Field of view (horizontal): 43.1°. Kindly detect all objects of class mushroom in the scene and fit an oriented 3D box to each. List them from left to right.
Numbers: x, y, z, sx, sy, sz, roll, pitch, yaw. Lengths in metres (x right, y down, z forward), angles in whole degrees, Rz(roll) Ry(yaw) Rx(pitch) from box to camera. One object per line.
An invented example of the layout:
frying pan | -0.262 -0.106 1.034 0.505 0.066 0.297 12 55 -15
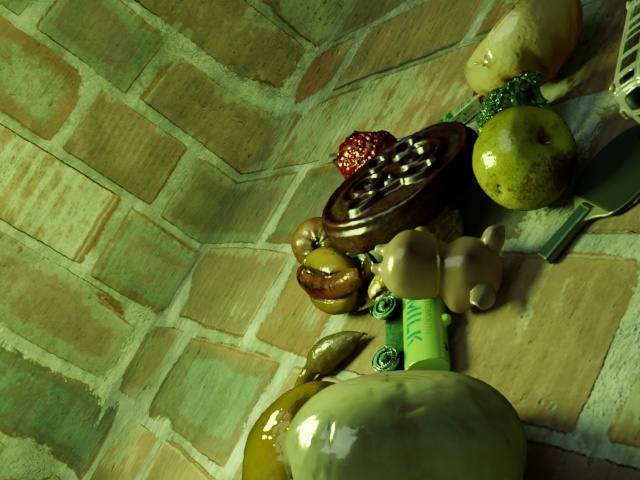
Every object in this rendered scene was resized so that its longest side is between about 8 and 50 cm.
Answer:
mushroom | 0.130 0.332 1.182 0.325 0.353 0.353 -53 18 44

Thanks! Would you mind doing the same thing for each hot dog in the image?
hot dog | 0.026 0.084 1.892 0.326 0.107 0.194 156 105 -66
hot dog | 0.201 0.038 1.710 0.269 0.115 0.072 -54 19 8

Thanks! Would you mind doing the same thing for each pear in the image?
pear | 0.378 -0.149 1.523 0.197 0.197 0.197 -44 24 26

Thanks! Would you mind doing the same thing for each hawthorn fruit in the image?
hawthorn fruit | -0.011 -0.001 2.159 0.149 0.149 0.189 -52 26 6

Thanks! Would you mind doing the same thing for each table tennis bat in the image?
table tennis bat | 0.490 -0.082 1.415 0.301 0.022 0.173 -51 23 6

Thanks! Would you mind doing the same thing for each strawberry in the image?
strawberry | 0.152 -0.198 2.092 0.201 0.187 0.184 27 60 41

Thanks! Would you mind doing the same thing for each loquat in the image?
loquat | -0.019 0.398 1.468 0.284 0.276 0.276 -35 29 47

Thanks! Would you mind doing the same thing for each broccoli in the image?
broccoli | 0.404 -0.252 1.670 0.156 0.195 0.195 10 60 26

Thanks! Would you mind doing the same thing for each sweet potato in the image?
sweet potato | 0.001 0.272 1.840 0.269 0.074 0.075 -48 23 27

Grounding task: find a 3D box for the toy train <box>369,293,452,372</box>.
toy train | 0.186 0.180 1.573 0.157 0.105 0.253 -28 34 25

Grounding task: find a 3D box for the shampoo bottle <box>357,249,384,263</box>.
shampoo bottle | 0.196 -0.039 1.870 0.262 0.085 0.085 -51 22 8

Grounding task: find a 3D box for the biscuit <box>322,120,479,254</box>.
biscuit | 0.174 -0.130 1.800 0.407 0.091 0.407 -33 19 13

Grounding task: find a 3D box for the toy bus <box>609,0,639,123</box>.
toy bus | 0.610 -0.342 1.382 0.179 0.143 0.306 -26 36 52

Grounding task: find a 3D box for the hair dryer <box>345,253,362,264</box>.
hair dryer | 0.125 0.007 2.019 0.154 0.054 0.106 -39 21 12

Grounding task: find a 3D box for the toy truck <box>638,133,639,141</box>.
toy truck | 0.590 -0.123 1.149 0.127 0.127 0.257 -41 22 -4

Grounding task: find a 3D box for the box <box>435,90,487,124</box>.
box | 0.345 -0.308 2.010 0.207 0.041 0.050 -40 26 32

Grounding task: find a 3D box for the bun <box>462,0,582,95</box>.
bun | 0.455 -0.417 1.761 0.299 0.165 0.299 -46 -6 -6

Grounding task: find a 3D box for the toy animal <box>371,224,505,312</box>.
toy animal | 0.220 0.049 1.533 0.248 0.149 0.165 4 79 20
